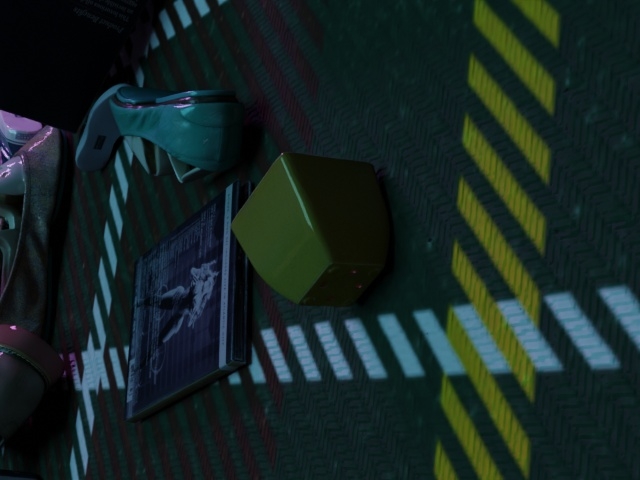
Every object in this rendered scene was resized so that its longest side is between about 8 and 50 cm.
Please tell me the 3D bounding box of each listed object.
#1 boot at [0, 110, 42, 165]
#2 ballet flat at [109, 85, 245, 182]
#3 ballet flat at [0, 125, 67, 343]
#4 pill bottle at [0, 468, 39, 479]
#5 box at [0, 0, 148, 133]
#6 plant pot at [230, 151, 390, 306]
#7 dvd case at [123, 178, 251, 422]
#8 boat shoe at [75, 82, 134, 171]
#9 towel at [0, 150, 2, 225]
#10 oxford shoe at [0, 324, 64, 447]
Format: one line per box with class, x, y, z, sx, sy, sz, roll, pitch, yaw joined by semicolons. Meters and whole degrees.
boot;-0.422;-0.143;1.600;0.190;0.069;0.086;-124;40;-59
ballet flat;-0.141;-0.099;1.086;0.247;0.083;0.087;17;107;62
ballet flat;-0.376;-0.014;1.426;0.107;0.106;0.315;-35;50;50
pill bottle;-0.435;0.303;1.258;0.130;0.246;0.130;-30;53;52
box;-0.332;-0.328;1.326;0.294;0.183;0.296;-57;44;14
plant pot;0.000;0.000;0.803;0.081;0.081;0.083;-51;49;37
dvd case;-0.121;0.060;1.047;0.221;0.018;0.164;-33;50;52
boat shoe;-0.242;-0.133;1.303;0.142;0.049;0.040;-49;39;43
towel;-0.494;-0.012;1.690;0.282;0.049;0.187;-50;39;38
oxford shoe;-0.427;0.206;1.369;0.348;0.123;0.130;-37;20;50
